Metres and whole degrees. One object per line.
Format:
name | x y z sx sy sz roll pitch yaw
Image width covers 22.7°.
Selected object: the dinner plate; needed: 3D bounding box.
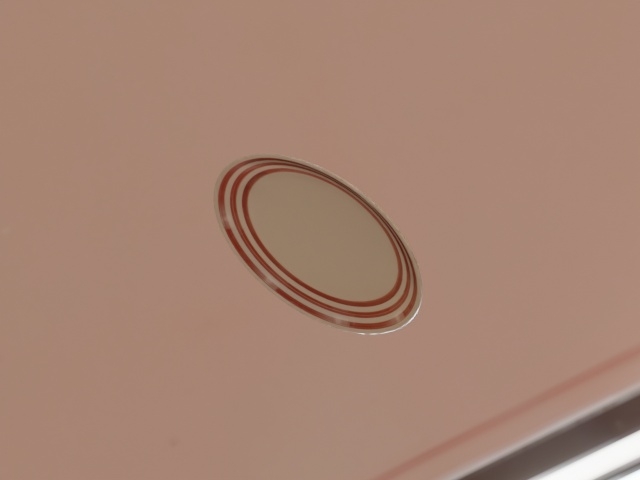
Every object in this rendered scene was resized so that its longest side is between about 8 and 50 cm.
dinner plate | 0.000 0.000 0.934 0.141 0.141 0.017 53 -129 -23
